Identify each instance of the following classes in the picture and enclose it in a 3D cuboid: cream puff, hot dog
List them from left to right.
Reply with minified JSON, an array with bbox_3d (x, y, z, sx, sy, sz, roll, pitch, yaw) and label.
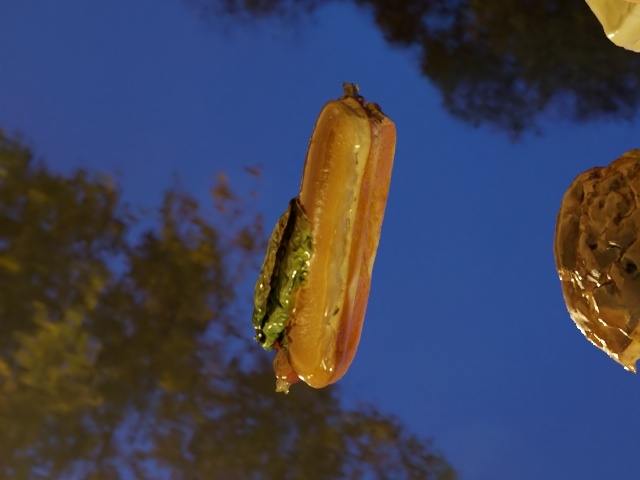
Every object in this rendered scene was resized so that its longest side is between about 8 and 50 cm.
[{"bbox_3d":[0.000,0.000,0.750,0.041,0.056,0.133,12,-85,14],"label":"hot dog"},{"bbox_3d":[0.177,0.006,0.888,0.133,0.104,0.119,-40,-120,36],"label":"cream puff"}]

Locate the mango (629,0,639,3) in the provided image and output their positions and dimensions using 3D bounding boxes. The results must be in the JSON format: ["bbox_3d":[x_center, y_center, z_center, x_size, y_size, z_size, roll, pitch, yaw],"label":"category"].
[{"bbox_3d":[0.156,-0.238,1.038,0.290,0.160,0.191,39,-48,40],"label":"mango"}]

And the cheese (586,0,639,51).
[{"bbox_3d":[0.344,-0.251,1.417,0.384,0.384,0.104,-38,-108,30],"label":"cheese"}]
